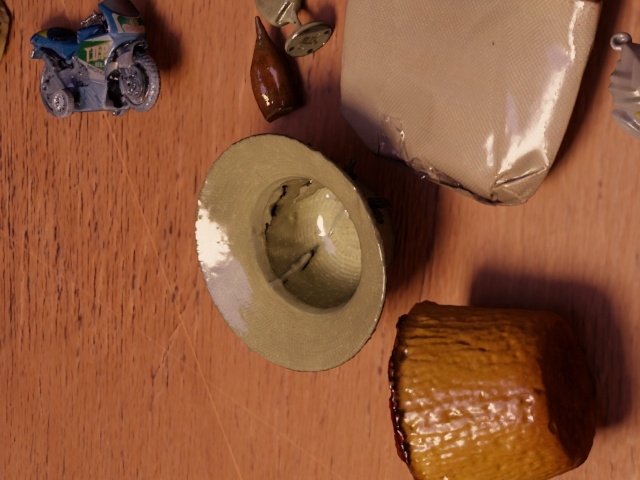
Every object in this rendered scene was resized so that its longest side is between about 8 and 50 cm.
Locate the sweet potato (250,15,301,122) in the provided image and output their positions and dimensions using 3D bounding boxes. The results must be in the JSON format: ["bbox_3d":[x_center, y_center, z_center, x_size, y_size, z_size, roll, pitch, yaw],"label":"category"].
[{"bbox_3d":[-0.055,-0.187,1.699,0.049,0.049,0.117,-6,103,41],"label":"sweet potato"}]

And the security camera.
[{"bbox_3d":[-0.032,-0.246,1.671,0.058,0.058,0.092,-50,59,38],"label":"security camera"}]

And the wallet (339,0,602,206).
[{"bbox_3d":[0.139,-0.184,1.536,0.335,0.068,0.275,27,116,38],"label":"wallet"}]

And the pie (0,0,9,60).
[{"bbox_3d":[-0.491,-0.293,2.027,0.185,0.052,0.218,-39,80,38],"label":"pie"}]

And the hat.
[{"bbox_3d":[0.000,0.000,1.657,0.257,0.130,0.257,13,112,36],"label":"hat"}]

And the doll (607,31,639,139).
[{"bbox_3d":[0.318,-0.113,1.404,0.094,0.079,0.180,-33,88,12],"label":"doll"}]

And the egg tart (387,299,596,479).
[{"bbox_3d":[0.166,0.153,1.532,0.170,0.215,0.215,-13,95,27],"label":"egg tart"}]

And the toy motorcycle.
[{"bbox_3d":[-0.267,-0.214,1.844,0.254,0.092,0.136,1,95,49],"label":"toy motorcycle"}]
